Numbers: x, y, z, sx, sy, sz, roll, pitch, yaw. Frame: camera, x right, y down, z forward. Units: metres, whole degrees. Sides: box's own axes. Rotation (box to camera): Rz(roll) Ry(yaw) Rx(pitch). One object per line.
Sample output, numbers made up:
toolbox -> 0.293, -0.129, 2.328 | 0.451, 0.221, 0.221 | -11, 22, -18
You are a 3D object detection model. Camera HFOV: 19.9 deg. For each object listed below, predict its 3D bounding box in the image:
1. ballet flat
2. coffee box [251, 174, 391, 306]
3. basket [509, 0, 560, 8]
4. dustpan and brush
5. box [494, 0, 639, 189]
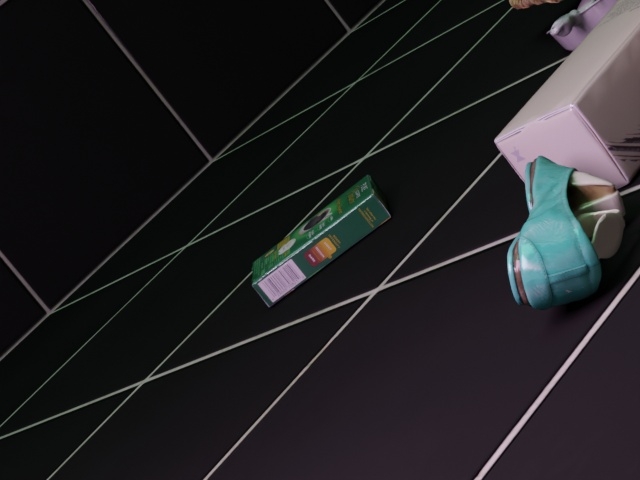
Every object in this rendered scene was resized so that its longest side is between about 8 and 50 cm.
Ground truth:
ballet flat -> 0.207, -0.010, 1.495 | 0.087, 0.083, 0.247 | -10, 19, 14
coffee box -> 0.000, 0.000, 2.184 | 0.184, 0.040, 0.113 | -38, 11, 6
basket -> 0.381, -0.398, 2.351 | 0.299, 0.213, 0.223 | -159, 75, -82
dustpan and brush -> 0.319, -0.269, 2.200 | 0.147, 0.060, 0.211 | -31, 13, 32
box -> 0.286, -0.147, 1.716 | 0.113, 0.094, 0.275 | -24, 18, 51
